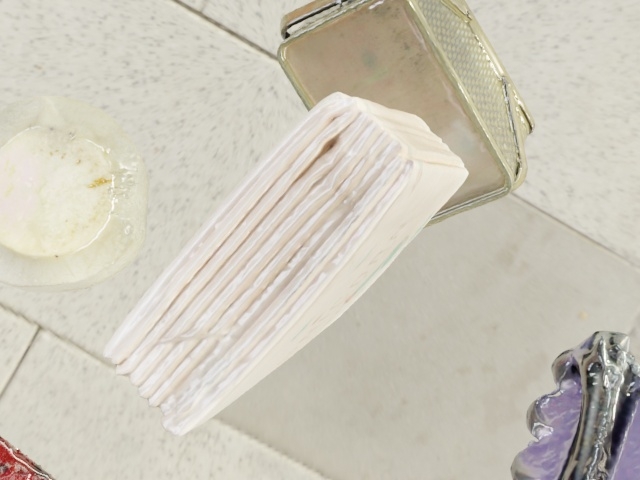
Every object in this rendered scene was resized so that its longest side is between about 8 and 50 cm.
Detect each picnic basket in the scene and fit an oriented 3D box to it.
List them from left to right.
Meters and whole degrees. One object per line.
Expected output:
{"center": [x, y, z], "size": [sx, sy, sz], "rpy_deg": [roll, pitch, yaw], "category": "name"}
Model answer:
{"center": [0.089, -0.152, 1.220], "size": [0.165, 0.139, 0.266], "rpy_deg": [-23, 111, 30], "category": "picnic basket"}

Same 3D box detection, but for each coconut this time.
{"center": [-0.297, -0.048, 1.343], "size": [0.241, 0.241, 0.241], "rpy_deg": [0, 99, -2], "category": "coconut"}

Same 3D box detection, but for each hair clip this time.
{"center": [0.191, 0.146, 0.834], "size": [0.052, 0.124, 0.195], "rpy_deg": [45, 52, -36], "category": "hair clip"}

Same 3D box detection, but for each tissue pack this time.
{"center": [0.000, 0.000, 0.679], "size": [0.071, 0.325, 0.170], "rpy_deg": [45, 101, 5], "category": "tissue pack"}

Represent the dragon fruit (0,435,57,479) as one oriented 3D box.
{"center": [-0.263, 0.305, 1.116], "size": [0.317, 0.205, 0.152], "rpy_deg": [40, 75, -10], "category": "dragon fruit"}
